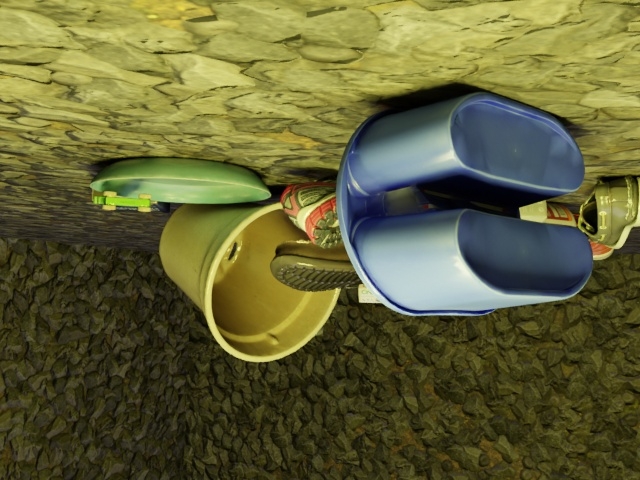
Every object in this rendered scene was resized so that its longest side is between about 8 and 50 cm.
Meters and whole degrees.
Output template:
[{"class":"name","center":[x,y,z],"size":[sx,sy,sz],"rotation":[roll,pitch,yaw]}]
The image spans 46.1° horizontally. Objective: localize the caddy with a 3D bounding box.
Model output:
[{"class":"caddy","center":[0.167,-0.035,0.880],"size":[0.341,0.241,0.179],"rotation":[6,167,-43]}]

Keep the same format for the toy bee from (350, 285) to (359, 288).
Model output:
[{"class":"toy bee","center":[0.000,0.000,2.173],"size":[0.299,0.162,0.195],"rotation":[13,-150,16]}]

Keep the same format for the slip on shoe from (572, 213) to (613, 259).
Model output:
[{"class":"slip on shoe","center":[0.546,-0.023,1.842],"size":[0.332,0.123,0.101],"rotation":[5,145,25]}]

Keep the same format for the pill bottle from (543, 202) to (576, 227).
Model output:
[{"class":"pill bottle","center":[0.429,-0.027,1.608],"size":[0.221,0.121,0.121],"rotation":[4,175,-29]}]

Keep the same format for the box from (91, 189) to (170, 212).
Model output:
[{"class":"box","center":[-0.417,-0.088,1.694],"size":[0.137,0.036,0.225],"rotation":[2,177,-2]}]

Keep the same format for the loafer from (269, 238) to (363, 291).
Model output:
[{"class":"loafer","center":[0.062,0.020,1.477],"size":[0.366,0.130,0.134],"rotation":[0,159,-33]}]

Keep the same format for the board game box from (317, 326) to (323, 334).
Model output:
[{"class":"board game box","center":[-0.036,0.075,1.834],"size":[0.064,0.316,0.242],"rotation":[1,175,9]}]

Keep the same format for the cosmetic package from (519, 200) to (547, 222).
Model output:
[{"class":"cosmetic package","center":[0.235,-0.059,1.235],"size":[0.238,0.107,0.127],"rotation":[5,158,-3]}]

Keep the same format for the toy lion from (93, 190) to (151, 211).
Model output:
[{"class":"toy lion","center":[-0.366,-0.072,1.384],"size":[0.100,0.034,0.096],"rotation":[3,-178,-19]}]

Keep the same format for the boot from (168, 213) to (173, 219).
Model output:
[{"class":"boot","center":[-0.320,-0.035,2.092],"size":[0.209,0.075,0.190],"rotation":[1,174,-27]}]

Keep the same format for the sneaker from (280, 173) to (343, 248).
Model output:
[{"class":"sneaker","center":[0.060,-0.074,1.342],"size":[0.112,0.120,0.299],"rotation":[40,-152,29]}]

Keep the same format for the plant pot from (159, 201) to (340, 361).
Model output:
[{"class":"plant pot","center":[-0.173,0.042,1.584],"size":[0.334,0.333,0.306],"rotation":[6,-167,-42]}]

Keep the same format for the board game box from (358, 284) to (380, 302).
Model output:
[{"class":"board game box","center":[0.206,0.050,1.965],"size":[0.193,0.053,0.305],"rotation":[0,-144,7]}]

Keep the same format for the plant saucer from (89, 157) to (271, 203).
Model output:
[{"class":"plant saucer","center":[-0.247,-0.106,1.348],"size":[0.318,0.043,0.317],"rotation":[1,175,0]}]

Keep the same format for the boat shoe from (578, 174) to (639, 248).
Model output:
[{"class":"boat shoe","center":[0.528,-0.051,1.390],"size":[0.091,0.109,0.305],"rotation":[1,170,9]}]
